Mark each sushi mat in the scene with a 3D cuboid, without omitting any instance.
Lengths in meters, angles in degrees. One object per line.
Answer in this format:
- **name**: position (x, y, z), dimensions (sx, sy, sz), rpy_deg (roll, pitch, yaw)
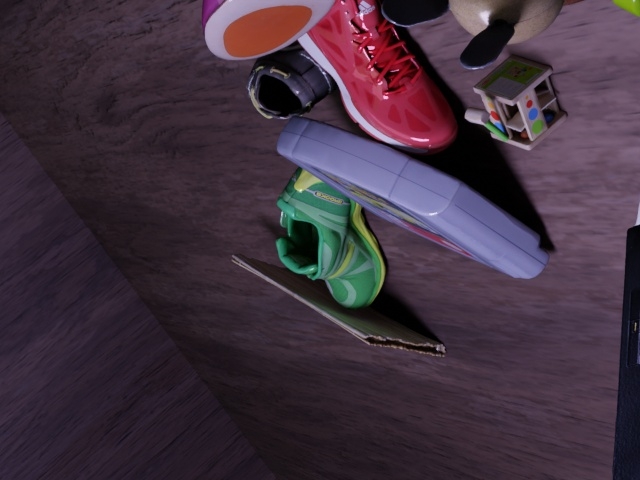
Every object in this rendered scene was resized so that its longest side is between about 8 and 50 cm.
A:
- **sushi mat**: position (0.020, 0.086, 2.031), dimensions (0.151, 0.019, 0.316), rpy_deg (11, -168, -41)

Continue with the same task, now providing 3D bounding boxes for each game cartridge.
- **game cartridge**: position (0.085, -0.052, 1.570), dimensions (0.196, 0.060, 0.294), rpy_deg (36, 174, -39)

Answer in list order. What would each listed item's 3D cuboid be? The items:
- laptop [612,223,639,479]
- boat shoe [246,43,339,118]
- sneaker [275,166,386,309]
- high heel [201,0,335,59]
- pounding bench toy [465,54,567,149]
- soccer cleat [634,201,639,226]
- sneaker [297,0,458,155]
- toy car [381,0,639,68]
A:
- **laptop**: position (0.288, 0.022, 1.022), dimensions (0.264, 0.234, 0.136), rpy_deg (-20, 135, 39)
- **boat shoe**: position (-0.046, -0.179, 1.712), dimensions (0.081, 0.068, 0.227), rpy_deg (53, 161, -11)
- **sneaker**: position (0.000, 0.000, 1.865), dimensions (0.109, 0.123, 0.295), rpy_deg (38, 161, 32)
- **high heel**: position (-0.047, -0.315, 1.360), dimensions (0.377, 0.127, 0.181), rpy_deg (128, 132, -60)
- **pounding bench toy**: position (0.170, -0.112, 1.326), dimensions (0.052, 0.083, 0.065), rpy_deg (27, 151, 48)
- **soccer cleat**: position (0.292, -0.041, 1.224), dimensions (0.076, 0.068, 0.196), rpy_deg (49, 155, 18)
- **sneaker**: position (0.052, -0.186, 1.454), dimensions (0.221, 0.087, 0.128), rpy_deg (43, 162, 16)
- **toy car**: position (0.137, -0.201, 1.061), dimensions (0.155, 0.188, 0.149), rpy_deg (36, 157, 35)
